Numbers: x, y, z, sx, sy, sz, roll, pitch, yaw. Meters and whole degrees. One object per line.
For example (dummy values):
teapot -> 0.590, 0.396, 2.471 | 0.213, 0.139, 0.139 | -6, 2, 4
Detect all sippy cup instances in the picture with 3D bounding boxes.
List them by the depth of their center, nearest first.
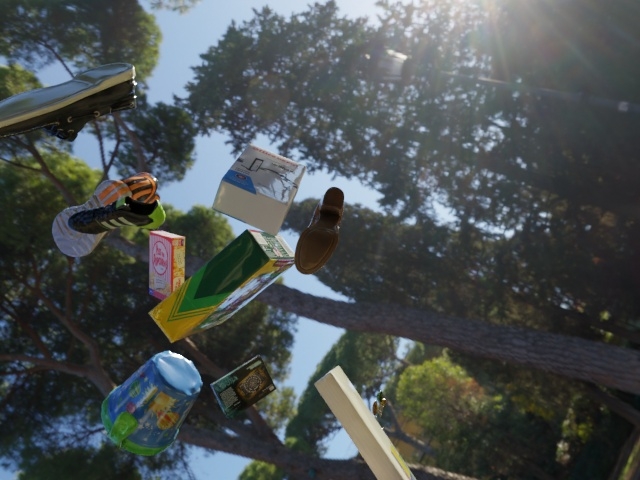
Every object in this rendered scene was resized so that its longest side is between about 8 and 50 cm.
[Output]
sippy cup -> -0.464, 0.447, 1.575 | 0.240, 0.305, 0.224 | 29, -69, -29

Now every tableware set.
tableware set -> 0.190, 0.579, 1.814 | 0.154, 0.024, 0.104 | -62, -37, -45

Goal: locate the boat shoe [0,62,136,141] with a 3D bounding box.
boat shoe -> -0.524, -0.264, 1.144 | 0.340, 0.127, 0.113 | -44, -38, -40

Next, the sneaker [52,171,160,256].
sneaker -> -0.513, -0.064, 1.371 | 0.125, 0.321, 0.180 | 63, -150, -4

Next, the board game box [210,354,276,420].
board game box -> -0.242, 0.463, 1.749 | 0.186, 0.026, 0.126 | -27, -86, -35

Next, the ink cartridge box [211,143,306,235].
ink cartridge box -> -0.127, -0.116, 1.200 | 0.203, 0.148, 0.086 | -73, 6, -57

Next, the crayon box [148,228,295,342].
crayon box -> -0.234, 0.111, 1.454 | 0.313, 0.106, 0.363 | -39, -7, 5

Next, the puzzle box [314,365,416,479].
puzzle box -> 0.131, 0.499, 1.358 | 0.052, 0.409, 0.272 | -35, -12, -1

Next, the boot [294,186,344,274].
boot -> 0.000, 0.000, 1.134 | 0.152, 0.073, 0.197 | 108, -173, -69

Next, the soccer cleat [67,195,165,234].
soccer cleat -> -0.387, -0.052, 1.044 | 0.178, 0.060, 0.072 | -4, -36, -10

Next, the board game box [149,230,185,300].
board game box -> -0.452, 0.076, 1.624 | 0.045, 0.146, 0.194 | -4, -80, -42
